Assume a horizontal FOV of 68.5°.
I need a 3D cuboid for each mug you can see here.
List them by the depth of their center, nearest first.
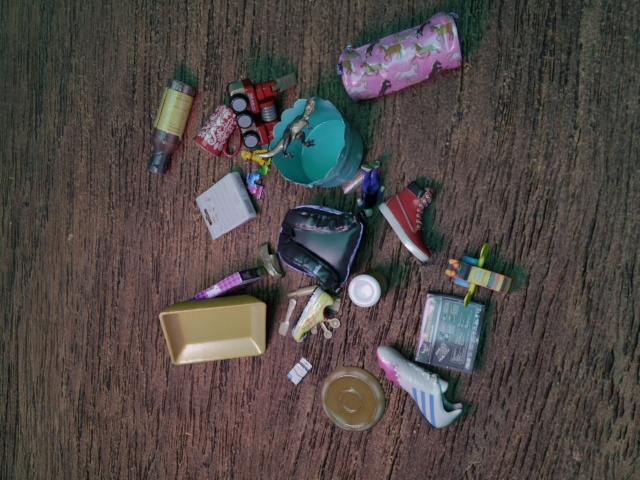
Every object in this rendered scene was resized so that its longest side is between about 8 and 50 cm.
[{"bbox_3d":[-0.355,-0.396,1.706,0.169,0.150,0.113,-55,42,8],"label":"mug"}]

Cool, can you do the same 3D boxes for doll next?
[{"bbox_3d":[0.164,-0.161,1.543,0.046,0.129,0.189,30,132,38],"label":"doll"}]

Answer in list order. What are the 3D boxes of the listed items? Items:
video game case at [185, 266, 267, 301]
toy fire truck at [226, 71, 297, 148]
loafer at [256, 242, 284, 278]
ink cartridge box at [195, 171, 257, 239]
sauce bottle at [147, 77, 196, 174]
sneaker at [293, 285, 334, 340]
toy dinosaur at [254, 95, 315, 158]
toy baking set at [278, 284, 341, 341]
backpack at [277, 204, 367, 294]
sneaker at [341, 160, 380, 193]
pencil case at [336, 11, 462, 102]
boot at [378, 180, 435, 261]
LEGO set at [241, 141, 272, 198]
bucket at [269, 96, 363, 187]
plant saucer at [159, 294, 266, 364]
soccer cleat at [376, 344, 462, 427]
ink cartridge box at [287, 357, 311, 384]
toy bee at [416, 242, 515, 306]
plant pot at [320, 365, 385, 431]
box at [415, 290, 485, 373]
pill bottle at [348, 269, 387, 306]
[{"bbox_3d":[-0.326,0.167,1.657,0.232,0.210,0.042,-29,82,16],"label":"video game case"},{"bbox_3d":[-0.178,-0.464,1.608,0.246,0.217,0.158,-18,45,-4],"label":"toy fire truck"},{"bbox_3d":[-0.174,0.072,1.686,0.050,0.056,0.148,-38,82,21],"label":"loafer"},{"bbox_3d":[-0.350,-0.124,1.734,0.225,0.056,0.181,-27,84,40],"label":"ink cartridge box"},{"bbox_3d":[-0.564,-0.419,1.750,0.111,0.111,0.344,24,101,14],"label":"sauce bottle"},{"bbox_3d":[-0.023,0.266,1.614,0.094,0.081,0.208,29,103,-2],"label":"sneaker"},{"bbox_3d":[-0.087,-0.311,1.432,0.268,0.064,0.118,-41,54,19],"label":"toy dinosaur"},{"bbox_3d":[-0.043,0.260,1.670,0.256,0.030,0.196,-9,90,17],"label":"toy baking set"},{"bbox_3d":[0.000,0.000,1.551,0.263,0.213,0.276,20,92,7],"label":"backpack"},{"bbox_3d":[0.127,-0.226,1.579,0.158,0.061,0.065,-38,75,14],"label":"sneaker"},{"bbox_3d":[0.248,-0.571,1.474,0.386,0.167,0.160,-14,56,17],"label":"pencil case"},{"bbox_3d":[0.319,-0.068,1.498,0.176,0.088,0.244,-36,67,13],"label":"boot"},{"bbox_3d":[-0.234,-0.271,1.670,0.093,0.087,0.227,20,97,14],"label":"LEGO set"},{"bbox_3d":[-0.006,-0.303,1.527,0.281,0.183,0.281,-3,84,27],"label":"bucket"},{"bbox_3d":[-0.358,0.297,1.617,0.333,0.332,0.081,-4,47,-11],"label":"plant saucer"},{"bbox_3d":[0.325,0.451,1.525,0.143,0.116,0.331,-40,89,24],"label":"soccer cleat"},{"bbox_3d":[-0.076,0.470,1.692,0.048,0.028,0.083,41,103,11],"label":"ink cartridge box"},{"bbox_3d":[0.445,0.108,1.443,0.298,0.162,0.195,-3,89,15],"label":"toy bee"},{"bbox_3d":[0.108,0.558,1.640,0.236,0.032,0.236,1,94,17],"label":"plant pot"},{"bbox_3d":[0.417,0.296,1.519,0.183,0.056,0.231,10,96,17],"label":"box"},{"bbox_3d":[0.160,0.150,1.522,0.103,0.184,0.103,1,93,17],"label":"pill bottle"}]
